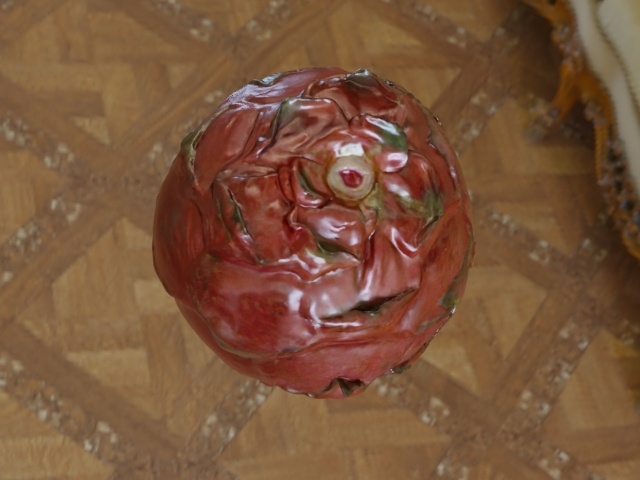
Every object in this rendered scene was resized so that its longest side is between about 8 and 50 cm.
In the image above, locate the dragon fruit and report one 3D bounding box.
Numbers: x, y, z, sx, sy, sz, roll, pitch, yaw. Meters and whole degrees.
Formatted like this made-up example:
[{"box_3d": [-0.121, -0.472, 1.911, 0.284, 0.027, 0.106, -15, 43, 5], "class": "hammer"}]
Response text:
[{"box_3d": [-0.001, -0.008, 0.920, 0.241, 0.241, 0.252, 28, 12, 5], "class": "dragon fruit"}]
